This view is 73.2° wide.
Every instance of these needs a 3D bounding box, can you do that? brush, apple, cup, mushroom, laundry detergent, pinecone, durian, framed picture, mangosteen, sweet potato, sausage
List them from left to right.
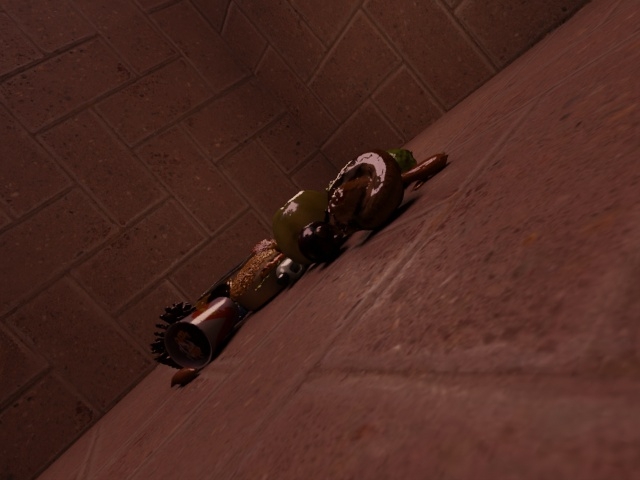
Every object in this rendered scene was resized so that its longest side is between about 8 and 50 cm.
[{"bbox_3d":[-0.591,0.393,1.812,0.247,0.291,0.246,-11,-25,-5],"label":"pinecone"},{"bbox_3d":[-0.498,0.491,1.558,0.202,0.058,0.055,-35,30,45],"label":"sweet potato"},{"bbox_3d":[-0.438,0.336,1.673,0.203,0.203,0.288,-39,2,23],"label":"cup"},{"bbox_3d":[-0.431,0.166,1.991,0.281,0.019,0.209,-37,8,17],"label":"framed picture"},{"bbox_3d":[-0.115,0.112,1.703,0.225,0.099,0.070,-51,-24,-62],"label":"laundry detergent"},{"bbox_3d":[-0.045,-0.054,1.673,0.292,0.254,0.292,-41,8,7],"label":"apple"},{"bbox_3d":[0.000,0.000,1.457,0.152,0.152,0.152,-41,5,5],"label":"mangosteen"},{"bbox_3d":[0.131,-0.131,1.337,0.283,0.195,0.263,-46,42,-11],"label":"mushroom"},{"bbox_3d":[0.216,-0.231,1.681,0.340,0.204,0.256,-34,17,-15],"label":"durian"},{"bbox_3d":[0.333,-0.229,1.397,0.183,0.054,0.062,-27,-14,30],"label":"sausage"},{"bbox_3d":[0.371,-0.241,1.506,0.090,0.017,0.314,-37,8,37],"label":"brush"}]

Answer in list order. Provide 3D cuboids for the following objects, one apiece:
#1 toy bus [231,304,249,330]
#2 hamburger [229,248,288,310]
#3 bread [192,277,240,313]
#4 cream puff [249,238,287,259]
[{"bbox_3d":[-0.373,0.339,1.846,0.153,0.061,0.051,-45,0,5],"label":"toy bus"},{"bbox_3d":[-0.256,0.159,1.830,0.294,0.179,0.276,-39,7,22],"label":"hamburger"},{"bbox_3d":[-0.504,0.341,2.089,0.314,0.191,0.370,-39,8,10],"label":"bread"},{"bbox_3d":[-0.253,0.092,2.147,0.240,0.240,0.163,-40,49,17],"label":"cream puff"}]
